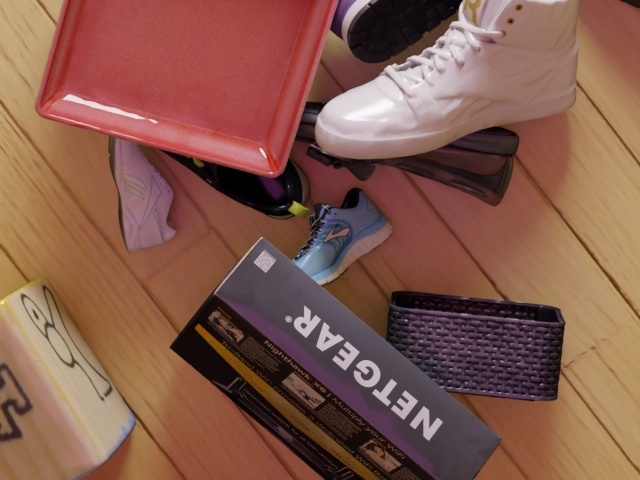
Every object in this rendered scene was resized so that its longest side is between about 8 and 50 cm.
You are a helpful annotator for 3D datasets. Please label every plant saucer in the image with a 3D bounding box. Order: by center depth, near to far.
[{"bbox_3d":[-0.126,-0.216,1.706,0.258,0.047,0.259,14,108,-12],"label":"plant saucer"}]

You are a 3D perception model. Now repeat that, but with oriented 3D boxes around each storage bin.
[{"bbox_3d":[0.158,0.108,1.792,0.180,0.122,0.084,5,97,4],"label":"storage bin"}]

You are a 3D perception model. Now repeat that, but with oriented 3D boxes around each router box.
[{"bbox_3d":[0.006,0.152,1.747,0.309,0.243,0.081,40,68,-2],"label":"router box"}]

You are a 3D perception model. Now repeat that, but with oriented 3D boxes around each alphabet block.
[{"bbox_3d":[-0.334,0.175,1.805,0.193,0.192,0.197,-31,93,5],"label":"alphabet block"}]

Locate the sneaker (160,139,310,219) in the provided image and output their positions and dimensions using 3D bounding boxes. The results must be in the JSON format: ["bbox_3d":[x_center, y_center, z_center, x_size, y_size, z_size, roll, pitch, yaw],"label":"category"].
[{"bbox_3d":[-0.106,-0.101,1.799,0.235,0.097,0.084,32,98,0],"label":"sneaker"}]

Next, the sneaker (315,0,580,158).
[{"bbox_3d":[0.127,-0.188,1.700,0.293,0.108,0.169,-17,131,-22],"label":"sneaker"}]

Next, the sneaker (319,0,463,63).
[{"bbox_3d":[0.120,-0.299,1.755,0.283,0.107,0.124,-28,50,-13],"label":"sneaker"}]

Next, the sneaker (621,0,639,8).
[{"bbox_3d":[0.398,-0.291,1.749,0.296,0.112,0.131,20,79,1],"label":"sneaker"}]

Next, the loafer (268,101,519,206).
[{"bbox_3d":[0.069,-0.090,1.793,0.268,0.096,0.084,7,103,1],"label":"loafer"}]

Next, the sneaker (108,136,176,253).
[{"bbox_3d":[-0.190,-0.063,1.833,0.061,0.053,0.152,-11,112,-8],"label":"sneaker"}]

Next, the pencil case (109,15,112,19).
[{"bbox_3d":[-0.118,-0.318,1.759,0.306,0.133,0.119,-36,61,7],"label":"pencil case"}]

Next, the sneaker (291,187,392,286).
[{"bbox_3d":[0.000,0.000,1.787,0.063,0.162,0.073,-13,110,50],"label":"sneaker"}]
